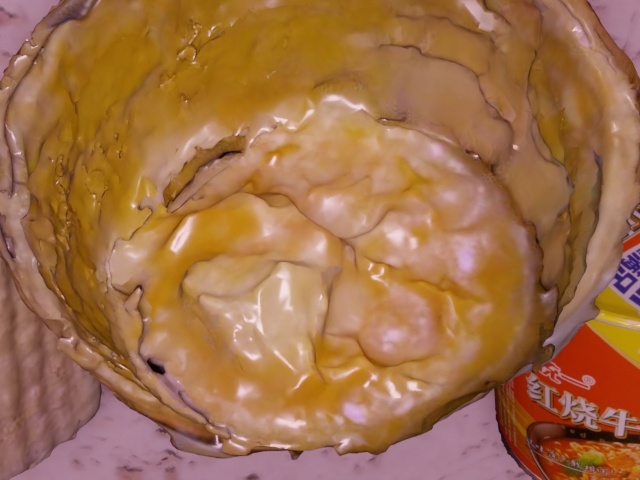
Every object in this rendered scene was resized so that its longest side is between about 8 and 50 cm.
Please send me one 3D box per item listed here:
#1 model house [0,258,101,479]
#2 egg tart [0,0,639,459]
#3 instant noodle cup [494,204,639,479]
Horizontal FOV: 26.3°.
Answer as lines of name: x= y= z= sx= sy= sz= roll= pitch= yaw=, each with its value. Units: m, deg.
model house: x=-0.230 y=0.025 z=0.762 sx=0.234 sy=0.175 sz=0.193 roll=-16 pitch=125 yaw=-27
egg tart: x=0.000 y=0.000 z=0.604 sx=0.315 sy=0.120 sz=0.315 roll=-1 pitch=124 yaw=-2
instant noodle cup: x=0.188 y=0.045 z=0.805 sx=0.213 sy=0.213 sz=0.174 roll=-5 pitch=128 yaw=-5
